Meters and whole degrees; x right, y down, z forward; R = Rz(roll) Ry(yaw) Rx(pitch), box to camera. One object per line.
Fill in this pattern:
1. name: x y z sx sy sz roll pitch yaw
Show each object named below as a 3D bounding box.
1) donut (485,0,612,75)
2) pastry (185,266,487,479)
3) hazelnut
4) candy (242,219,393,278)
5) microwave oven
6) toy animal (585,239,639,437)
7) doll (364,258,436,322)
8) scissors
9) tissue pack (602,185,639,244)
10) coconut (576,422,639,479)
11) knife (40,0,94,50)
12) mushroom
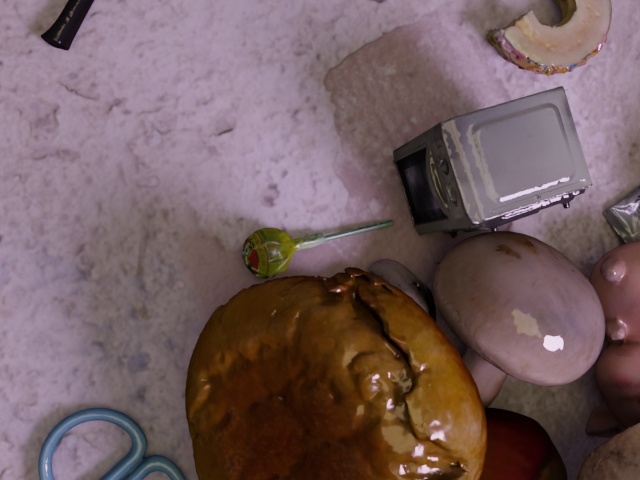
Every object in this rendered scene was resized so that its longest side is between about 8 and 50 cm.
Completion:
1. donut: 0.298 -0.264 1.041 0.166 0.065 0.108 -40 95 -9
2. pastry: 0.003 0.196 0.839 0.356 0.164 0.356 7 105 27
3. hazelnut: 0.173 0.287 0.952 0.208 0.208 0.208 0 88 -9
4. candy: 0.000 0.000 0.995 0.194 0.062 0.058 -13 46 -18
5. microwave oven: 0.188 -0.077 0.945 0.163 0.205 0.129 -16 90 -9
6. toy animal: 0.399 0.122 1.002 0.166 0.154 0.250 -2 99 32
7. doll: 0.045 0.103 0.971 0.192 0.095 0.149 -20 96 -11
8. scissors: -0.351 0.387 0.926 0.447 0.029 0.192 -43 95 -9
9. tissue pack: 0.474 -0.046 1.082 0.193 0.026 0.122 -38 94 -9
10. coconut: 0.394 0.378 0.862 0.352 0.352 0.353 0 88 -9
11. knife: -0.268 -0.330 0.973 0.060 0.028 0.230 27 82 5
12. mushroom: 0.214 0.103 0.969 0.207 0.207 0.215 20 119 -8
